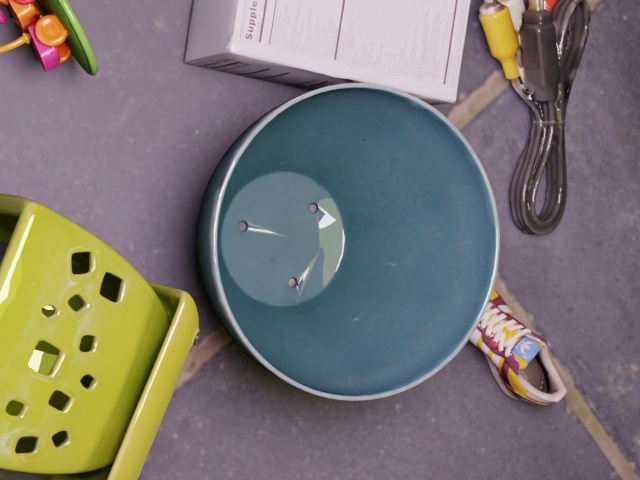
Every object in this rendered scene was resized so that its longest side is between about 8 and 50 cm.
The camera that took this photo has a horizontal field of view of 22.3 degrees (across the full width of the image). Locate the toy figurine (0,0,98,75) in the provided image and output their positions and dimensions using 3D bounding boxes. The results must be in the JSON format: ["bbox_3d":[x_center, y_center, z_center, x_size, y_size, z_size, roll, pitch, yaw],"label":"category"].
[{"bbox_3d":[-0.315,-0.190,1.484,0.159,0.130,0.173,-30,81,-11],"label":"toy figurine"}]

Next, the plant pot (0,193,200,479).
[{"bbox_3d":[-0.250,0.101,1.450,0.207,0.228,0.227,26,80,-28],"label":"plant pot"}]

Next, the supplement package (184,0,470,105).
[{"bbox_3d":[0.007,-0.221,1.601,0.244,0.134,0.139,10,87,-24],"label":"supplement package"}]

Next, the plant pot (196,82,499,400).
[{"bbox_3d":[0.000,0.000,1.568,0.290,0.195,0.290,0,91,-23],"label":"plant pot"}]

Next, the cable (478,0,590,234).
[{"bbox_3d":[0.236,-0.156,1.764,0.139,0.072,0.287,-19,111,-39],"label":"cable"}]

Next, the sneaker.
[{"bbox_3d":[0.194,0.098,1.716,0.069,0.084,0.185,-48,108,-16],"label":"sneaker"}]
